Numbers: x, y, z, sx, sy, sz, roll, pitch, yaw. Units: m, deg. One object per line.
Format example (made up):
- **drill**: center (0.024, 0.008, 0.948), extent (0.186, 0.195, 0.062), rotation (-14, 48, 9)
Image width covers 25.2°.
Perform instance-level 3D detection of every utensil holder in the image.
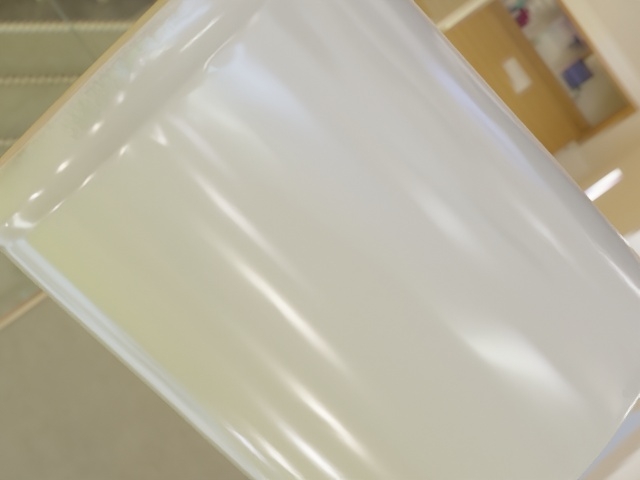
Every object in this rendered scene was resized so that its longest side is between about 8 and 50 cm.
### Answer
- **utensil holder**: center (0.000, 0.000, 0.984), extent (0.327, 0.385, 0.327), rotation (-42, -168, 11)
